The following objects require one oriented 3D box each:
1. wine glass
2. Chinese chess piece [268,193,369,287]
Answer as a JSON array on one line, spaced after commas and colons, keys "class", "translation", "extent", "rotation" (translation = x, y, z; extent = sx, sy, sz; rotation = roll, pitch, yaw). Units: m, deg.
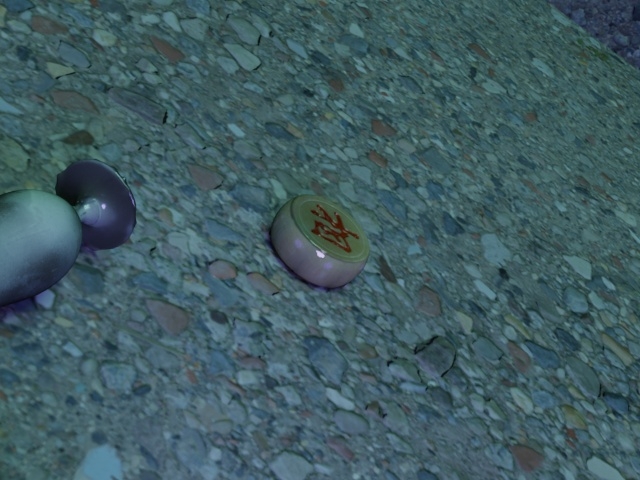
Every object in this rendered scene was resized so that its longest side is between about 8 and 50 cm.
[{"class": "wine glass", "translation": [-0.270, -0.001, 1.093], "extent": [0.103, 0.103, 0.222], "rotation": [43, 32, 8]}, {"class": "Chinese chess piece", "translation": [0.000, 0.000, 1.402], "extent": [0.122, 0.051, 0.122], "rotation": [25, 33, -18]}]
